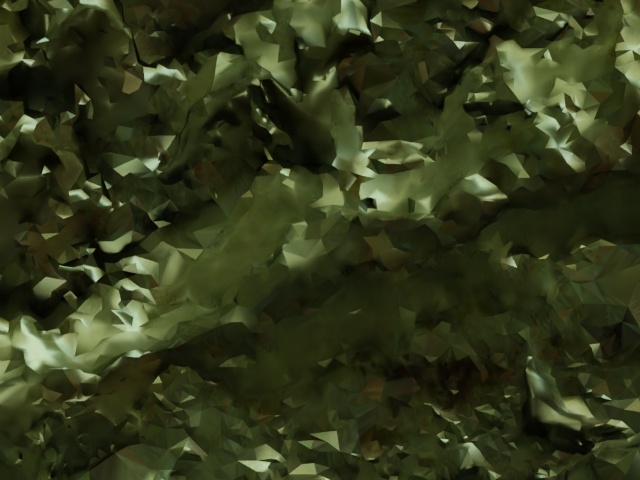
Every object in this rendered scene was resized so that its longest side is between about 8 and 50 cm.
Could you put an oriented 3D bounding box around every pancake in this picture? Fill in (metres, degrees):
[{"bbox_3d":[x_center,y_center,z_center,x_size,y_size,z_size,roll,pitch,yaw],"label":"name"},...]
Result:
[{"bbox_3d":[0.000,0.001,0.557,0.382,0.382,0.071,8,-165,-5],"label":"pancake"}]
